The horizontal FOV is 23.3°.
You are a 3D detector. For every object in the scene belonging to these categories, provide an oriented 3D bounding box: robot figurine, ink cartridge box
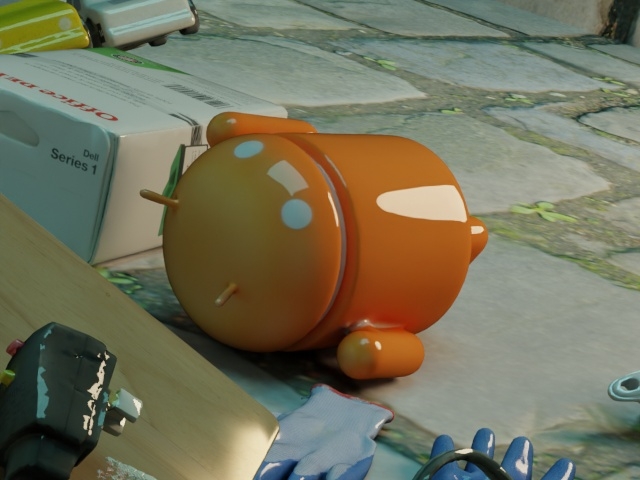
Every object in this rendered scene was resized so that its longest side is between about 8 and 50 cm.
[{"bbox_3d":[0.001,0.001,0.900,0.128,0.158,0.219,-1,1,45],"label":"robot figurine"},{"bbox_3d":[-0.148,-0.064,1.047,0.160,0.092,0.219,21,18,23],"label":"ink cartridge box"}]

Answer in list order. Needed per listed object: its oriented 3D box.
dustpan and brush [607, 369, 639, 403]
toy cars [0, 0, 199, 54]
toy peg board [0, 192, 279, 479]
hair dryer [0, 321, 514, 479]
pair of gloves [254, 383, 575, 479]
[{"bbox_3d":[0.264,0.084,0.931,0.211,0.060,0.147,-11,48,-15],"label":"dustpan and brush"},{"bbox_3d":[-0.214,-0.188,1.293,0.176,0.087,0.394,-13,8,20],"label":"toy cars"},{"bbox_3d":[-0.120,0.083,0.578,0.161,0.079,0.160,39,32,-5],"label":"toy peg board"},{"bbox_3d":[-0.016,0.132,0.435,0.224,0.080,0.293,17,36,-5],"label":"hair dryer"},{"bbox_3d":[0.037,0.112,0.749,0.198,0.023,0.159,19,17,13],"label":"pair of gloves"}]
